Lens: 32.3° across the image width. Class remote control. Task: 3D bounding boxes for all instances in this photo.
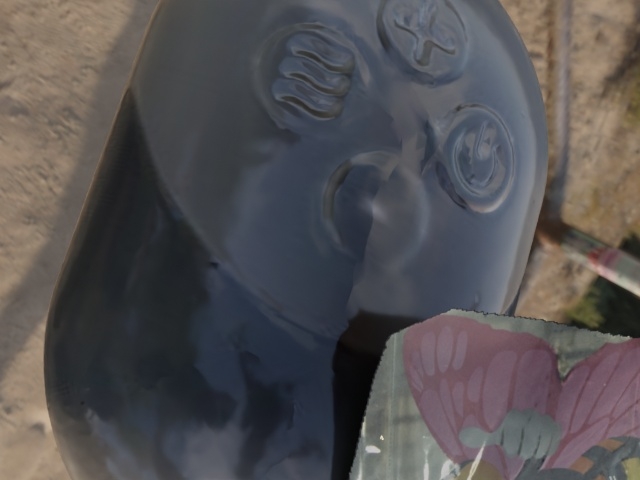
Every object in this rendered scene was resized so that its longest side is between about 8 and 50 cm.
[{"bbox_3d":[0.000,0.000,0.520,0.221,0.103,0.332,22,76,-22],"label":"remote control"}]

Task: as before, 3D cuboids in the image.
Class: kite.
[{"bbox_3d":[0.174,0.118,0.520,0.360,0.022,0.204,-3,107,-17],"label":"kite"}]
